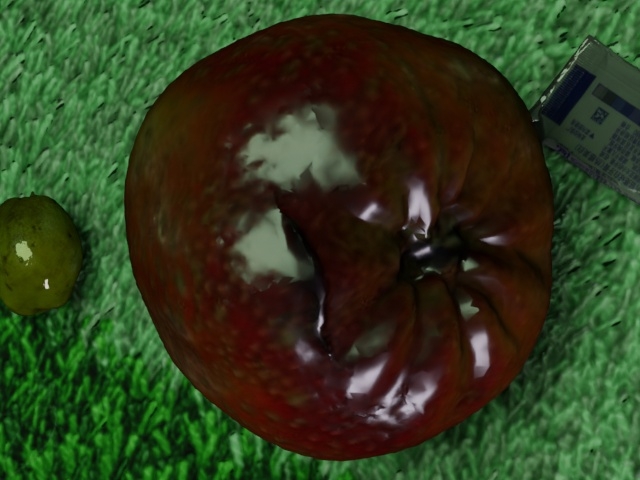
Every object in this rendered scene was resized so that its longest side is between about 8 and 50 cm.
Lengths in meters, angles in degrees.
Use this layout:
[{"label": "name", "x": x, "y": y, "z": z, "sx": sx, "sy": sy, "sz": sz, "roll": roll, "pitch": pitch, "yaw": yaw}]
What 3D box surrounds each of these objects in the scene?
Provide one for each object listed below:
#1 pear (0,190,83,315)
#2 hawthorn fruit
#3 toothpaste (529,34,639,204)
[{"label": "pear", "x": -0.301, "y": 0.013, "z": 1.916, "sx": 0.107, "sy": 0.107, "sz": 0.131, "roll": -9, "pitch": 82, "yaw": 22}, {"label": "hawthorn fruit", "x": 0.000, "y": 0.000, "z": 1.658, "sx": 0.403, "sy": 0.403, "sz": 0.403, "roll": -6, "pitch": 76, "yaw": 23}, {"label": "toothpaste", "x": 0.314, "y": -0.080, "z": 1.696, "sx": 0.099, "sy": 0.068, "sz": 0.282, "roll": -35, "pitch": 52, "yaw": -20}]
